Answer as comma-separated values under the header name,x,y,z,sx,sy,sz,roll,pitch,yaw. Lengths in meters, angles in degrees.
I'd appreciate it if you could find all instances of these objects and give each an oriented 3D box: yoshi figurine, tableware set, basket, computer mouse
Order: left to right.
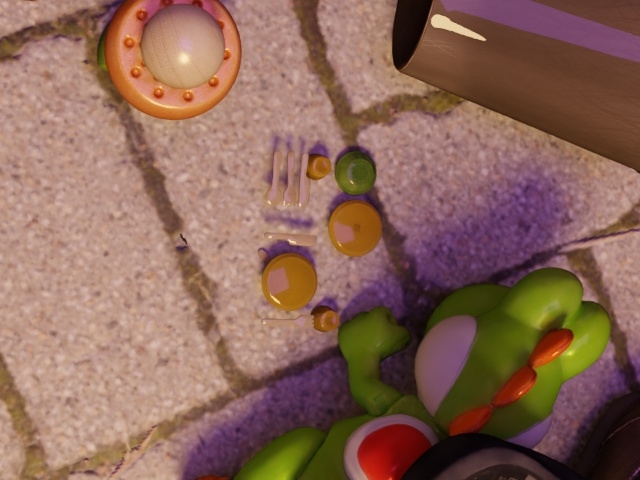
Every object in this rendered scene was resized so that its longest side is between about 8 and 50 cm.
name,x,y,z,sx,sy,sz,roll,pitch,yaw
tableware set,0.000,0.000,1.017,0.104,0.024,0.154,3,90,-18
yoshi figurine,0.072,0.158,0.983,0.362,0.203,0.203,-39,131,1
computer mouse,0.126,0.211,0.868,0.272,0.072,0.188,35,89,-43
basket,0.184,-0.177,0.994,0.227,0.154,0.204,12,88,-11

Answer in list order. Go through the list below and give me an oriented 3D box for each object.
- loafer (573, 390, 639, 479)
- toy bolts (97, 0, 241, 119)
name,x,y,z,sx,sy,sz,roll,pitch,yaw
loafer,0.232,0.280,0.989,0.134,0.130,0.366,27,73,-6
toy bolts,-0.136,-0.222,0.900,0.228,0.158,0.218,29,85,-14
